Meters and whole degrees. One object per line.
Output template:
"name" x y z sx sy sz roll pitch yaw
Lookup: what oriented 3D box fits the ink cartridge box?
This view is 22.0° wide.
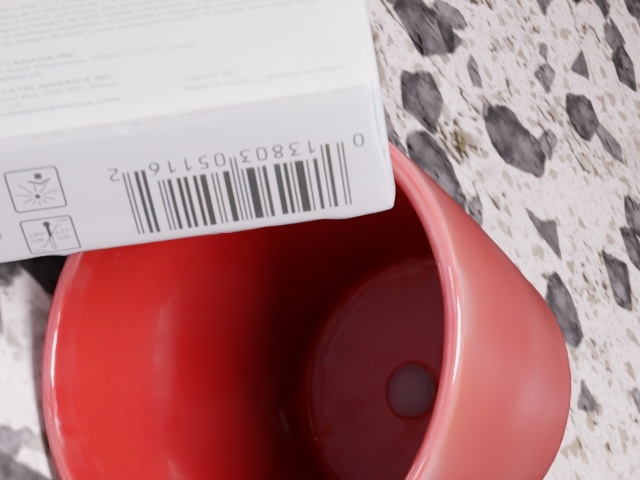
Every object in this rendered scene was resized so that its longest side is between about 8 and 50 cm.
"ink cartridge box" -0.133 -0.147 0.918 0.385 0.308 0.091 -96 177 -49

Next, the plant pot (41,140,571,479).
"plant pot" 0.013 0.078 0.972 0.243 0.275 0.275 19 50 -58
